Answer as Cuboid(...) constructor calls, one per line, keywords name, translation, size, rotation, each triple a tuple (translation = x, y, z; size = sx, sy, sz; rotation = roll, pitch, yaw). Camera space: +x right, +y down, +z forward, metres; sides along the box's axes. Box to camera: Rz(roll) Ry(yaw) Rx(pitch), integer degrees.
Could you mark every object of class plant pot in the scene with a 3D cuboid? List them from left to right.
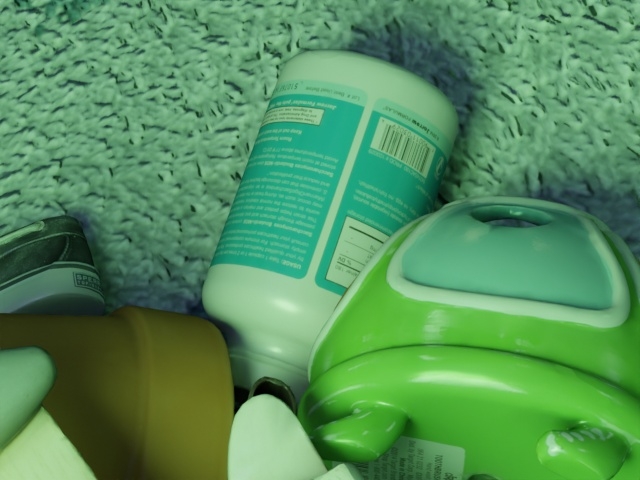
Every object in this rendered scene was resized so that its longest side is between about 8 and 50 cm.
Cuboid(name="plant pot", translation=(-0.210, 0.171, 1.170), size=(0.291, 0.203, 0.291), rotation=(-164, 90, -70))

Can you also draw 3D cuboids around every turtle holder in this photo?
Cuboid(name="turtle holder", translation=(0.150, 0.088, 1.095), size=(0.320, 0.243, 0.227), rotation=(-10, 47, 31))

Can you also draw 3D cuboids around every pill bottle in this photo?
Cuboid(name="pill bottle", translation=(0.000, 0.000, 1.256), size=(0.146, 0.146, 0.264), rotation=(12, 74, 29))

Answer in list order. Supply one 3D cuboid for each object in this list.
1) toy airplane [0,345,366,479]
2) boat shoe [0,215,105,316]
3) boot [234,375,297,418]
Cuboid(name="toy airplane", translation=(-0.131, 0.236, 0.904), size=(0.386, 0.272, 0.384), rotation=(9, 79, 20))
Cuboid(name="boat shoe", translation=(-0.328, 0.067, 1.410), size=(0.301, 0.108, 0.102), rotation=(-25, 60, 11))
Cuboid(name="boot", translation=(-0.082, 0.229, 1.161), size=(0.090, 0.207, 0.248), rotation=(17, 68, -5))
